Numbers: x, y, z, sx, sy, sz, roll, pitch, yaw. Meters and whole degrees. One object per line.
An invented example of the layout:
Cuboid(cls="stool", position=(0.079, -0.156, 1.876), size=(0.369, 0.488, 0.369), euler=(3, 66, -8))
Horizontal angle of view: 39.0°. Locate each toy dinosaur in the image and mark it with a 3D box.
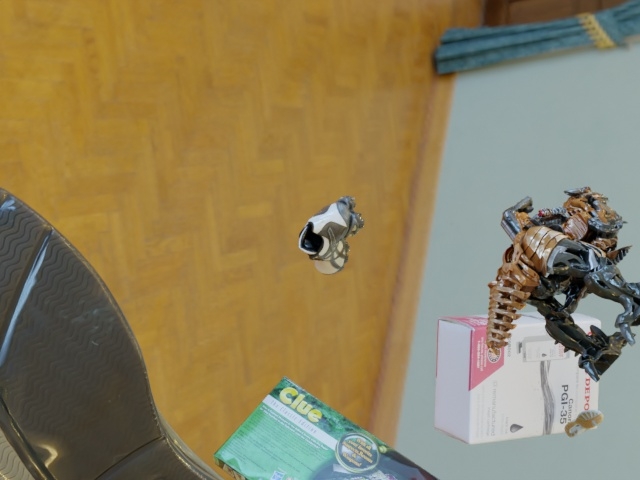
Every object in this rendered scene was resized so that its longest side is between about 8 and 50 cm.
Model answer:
Cuboid(cls="toy dinosaur", position=(0.289, 0.050, 1.091), size=(0.322, 0.218, 0.164), euler=(-43, 164, -22))

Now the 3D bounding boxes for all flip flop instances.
Cuboid(cls="flip flop", position=(-0.097, 0.093, 0.359), size=(0.112, 0.080, 0.277), euler=(-49, 117, -23))

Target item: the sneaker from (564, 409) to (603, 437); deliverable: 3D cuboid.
Cuboid(cls="sneaker", position=(0.449, 0.303, 1.526), size=(0.037, 0.083, 0.031), euler=(-13, 69, -39))

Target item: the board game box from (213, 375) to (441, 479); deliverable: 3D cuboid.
Cuboid(cls="board game box", position=(0.020, 0.273, 1.032), size=(0.136, 0.260, 0.030), euler=(-46, 154, -30))

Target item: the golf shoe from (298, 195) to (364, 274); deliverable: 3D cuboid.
Cuboid(cls="golf shoe", position=(0.000, 0.000, 1.433), size=(0.077, 0.094, 0.198), euler=(59, -24, 24))

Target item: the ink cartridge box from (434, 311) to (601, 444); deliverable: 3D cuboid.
Cuboid(cls="ink cartridge box", position=(0.351, 0.235, 1.603), size=(0.283, 0.117, 0.207), euler=(-1, 94, -25))
